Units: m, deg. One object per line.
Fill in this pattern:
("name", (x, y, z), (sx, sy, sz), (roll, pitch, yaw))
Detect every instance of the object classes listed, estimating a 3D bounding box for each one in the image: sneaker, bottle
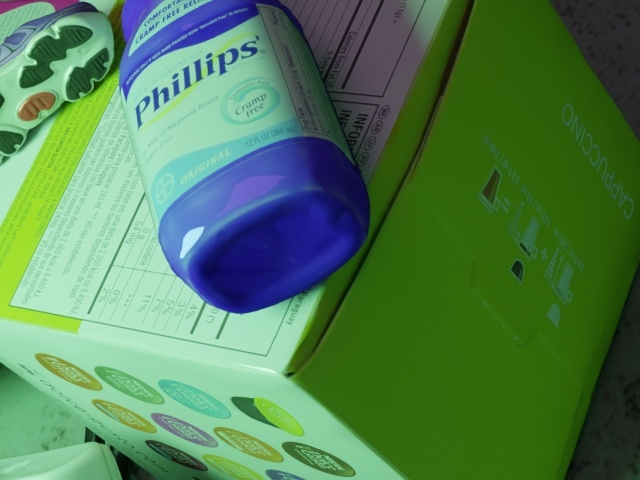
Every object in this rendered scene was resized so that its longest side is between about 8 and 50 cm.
("sneaker", (-0.214, -0.106, 1.114), (0.170, 0.068, 0.071), (-29, 30, 6))
("bottle", (-0.059, -0.091, 0.958), (0.118, 0.092, 0.283), (-29, 48, 12))

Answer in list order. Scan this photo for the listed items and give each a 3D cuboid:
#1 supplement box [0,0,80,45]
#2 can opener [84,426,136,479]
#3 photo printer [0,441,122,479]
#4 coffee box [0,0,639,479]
("supplement box", (-0.295, -0.167, 1.626), (0.220, 0.114, 0.111), (3, 62, 37))
("can opener", (-0.178, 0.173, 1.361), (0.073, 0.059, 0.186), (-44, 29, 40))
("photo printer", (-0.223, 0.312, 1.162), (0.256, 0.107, 0.308), (-12, 99, 26))
("coffee box", (0.000, 0.000, 1.155), (0.334, 0.337, 0.338), (7, 64, 38))
